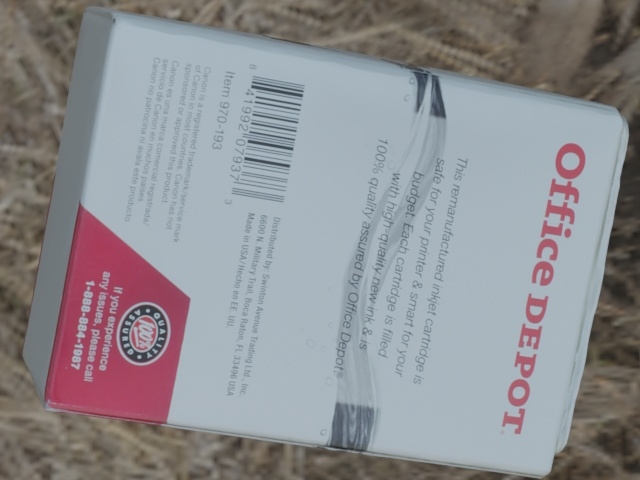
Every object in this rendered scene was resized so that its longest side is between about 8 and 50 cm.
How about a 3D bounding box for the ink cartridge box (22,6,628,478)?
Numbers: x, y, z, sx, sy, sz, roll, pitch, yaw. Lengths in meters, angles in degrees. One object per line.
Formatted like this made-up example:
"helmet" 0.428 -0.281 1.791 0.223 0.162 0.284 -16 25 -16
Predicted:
"ink cartridge box" 0.000 0.000 0.565 0.150 0.063 0.109 9 96 -16
